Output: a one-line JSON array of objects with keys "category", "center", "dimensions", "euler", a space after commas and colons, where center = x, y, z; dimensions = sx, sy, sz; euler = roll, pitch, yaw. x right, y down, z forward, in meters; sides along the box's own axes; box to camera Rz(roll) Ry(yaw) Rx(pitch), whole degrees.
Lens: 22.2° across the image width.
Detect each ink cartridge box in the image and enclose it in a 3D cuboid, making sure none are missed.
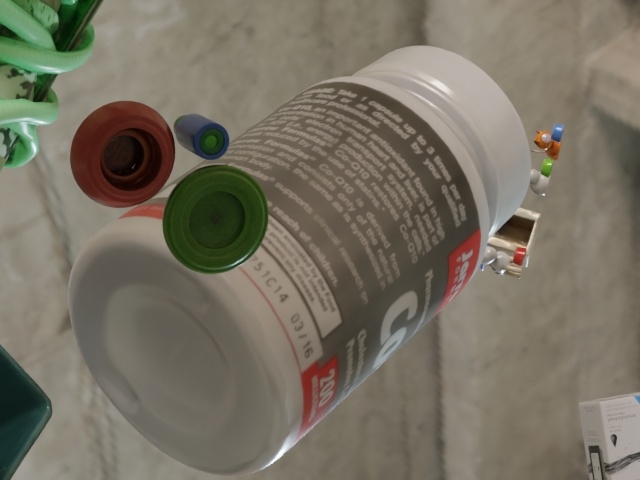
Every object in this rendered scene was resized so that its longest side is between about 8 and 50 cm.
[{"category": "ink cartridge box", "center": [0.179, 0.129, 0.925], "dimensions": [0.028, 0.048, 0.083], "euler": [163, -81, -70]}]

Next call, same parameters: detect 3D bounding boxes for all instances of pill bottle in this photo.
[{"category": "pill bottle", "center": [0.000, 0.000, 0.979], "dimensions": [0.161, 0.283, 0.161], "euler": [23, -48, 29]}]

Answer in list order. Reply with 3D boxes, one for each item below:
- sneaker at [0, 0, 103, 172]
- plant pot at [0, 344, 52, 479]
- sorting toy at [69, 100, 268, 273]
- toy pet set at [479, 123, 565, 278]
[{"category": "sneaker", "center": [-0.132, -0.071, 0.596], "dimensions": [0.410, 0.158, 0.182], "euler": [-37, -116, 23]}, {"category": "plant pot", "center": [-0.301, 0.124, 0.863], "dimensions": [0.234, 0.165, 0.166], "euler": [-31, -72, 31]}, {"category": "sorting toy", "center": [-0.069, -0.031, 0.746], "dimensions": [0.102, 0.061, 0.042], "euler": [38, -3, -28]}, {"category": "toy pet set", "center": [0.146, -0.029, 1.317], "dimensions": [0.065, 0.122, 0.114], "euler": [17, -17, 10]}]
